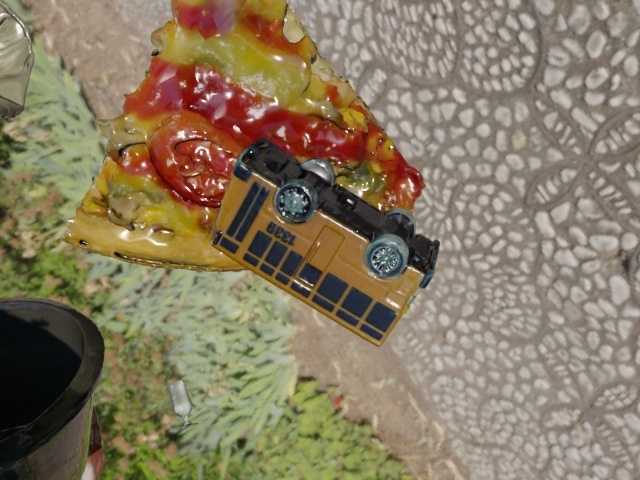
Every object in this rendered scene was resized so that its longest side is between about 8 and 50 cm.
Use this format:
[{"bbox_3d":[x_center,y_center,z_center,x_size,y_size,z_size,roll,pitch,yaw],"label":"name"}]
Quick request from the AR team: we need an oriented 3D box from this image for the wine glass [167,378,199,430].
[{"bbox_3d":[-0.234,0.278,1.371,0.042,0.039,0.083,102,151,-72],"label":"wine glass"}]

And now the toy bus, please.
[{"bbox_3d":[0.000,0.000,0.753,0.201,0.098,0.114,31,114,0],"label":"toy bus"}]

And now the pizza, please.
[{"bbox_3d":[-0.102,-0.144,0.901,0.130,0.440,0.406,-103,7,-61],"label":"pizza"}]

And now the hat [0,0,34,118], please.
[{"bbox_3d":[-0.413,-0.173,0.772,0.149,0.245,0.214,81,165,-88],"label":"hat"}]

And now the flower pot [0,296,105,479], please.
[{"bbox_3d":[-0.345,0.199,0.858,0.269,0.269,0.166,27,136,42],"label":"flower pot"}]

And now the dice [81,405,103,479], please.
[{"bbox_3d":[-0.417,0.281,1.093,0.179,0.174,0.174,1,99,32],"label":"dice"}]
